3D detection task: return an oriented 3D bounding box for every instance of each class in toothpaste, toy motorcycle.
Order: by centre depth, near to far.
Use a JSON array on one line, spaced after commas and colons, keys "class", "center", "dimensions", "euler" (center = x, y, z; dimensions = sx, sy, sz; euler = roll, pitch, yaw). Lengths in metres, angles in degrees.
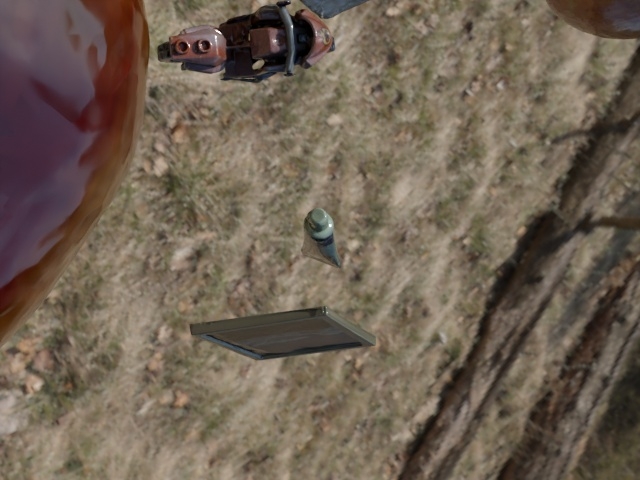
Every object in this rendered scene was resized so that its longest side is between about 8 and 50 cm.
[{"class": "toy motorcycle", "center": [-0.077, -0.225, 1.033], "dimensions": [0.213, 0.118, 0.084], "euler": [-7, 97, -17]}, {"class": "toothpaste", "center": [0.000, 0.000, 1.181], "dimensions": [0.216, 0.062, 0.037], "euler": [87, 28, -74]}]

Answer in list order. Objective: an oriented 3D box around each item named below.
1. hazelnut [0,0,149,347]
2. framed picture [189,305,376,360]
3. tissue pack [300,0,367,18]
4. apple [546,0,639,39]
[{"class": "hazelnut", "center": [-0.273, -0.096, 0.477], "dimensions": [0.353, 0.421, 0.421], "euler": [35, 105, -15]}, {"class": "framed picture", "center": [-0.044, 0.127, 1.234], "dimensions": [0.189, 0.023, 0.260], "euler": [-9, 163, 14]}, {"class": "tissue pack", "center": [0.021, -0.460, 1.051], "dimensions": [0.239, 0.305, 0.238], "euler": [-11, 166, -3]}, {"class": "apple", "center": [0.435, -0.426, 1.291], "dimensions": [0.302, 0.301, 0.301], "euler": [-25, 143, -21]}]
